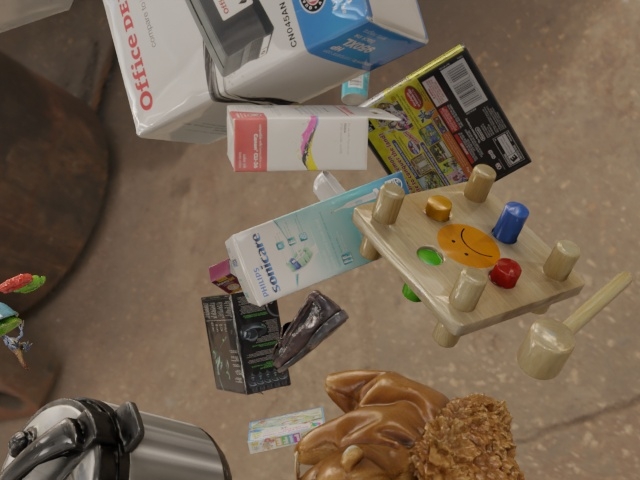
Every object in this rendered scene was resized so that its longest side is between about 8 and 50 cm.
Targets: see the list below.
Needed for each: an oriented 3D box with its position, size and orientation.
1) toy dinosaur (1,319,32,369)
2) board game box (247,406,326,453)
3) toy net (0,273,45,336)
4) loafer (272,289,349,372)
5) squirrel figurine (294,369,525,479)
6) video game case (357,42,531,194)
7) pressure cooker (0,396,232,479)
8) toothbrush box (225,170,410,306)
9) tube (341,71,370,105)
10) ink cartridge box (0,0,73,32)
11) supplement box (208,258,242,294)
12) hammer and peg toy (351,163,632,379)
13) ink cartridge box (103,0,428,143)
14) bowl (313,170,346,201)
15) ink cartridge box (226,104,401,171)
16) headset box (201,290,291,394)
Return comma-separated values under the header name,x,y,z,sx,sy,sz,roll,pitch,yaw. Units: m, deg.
name,x,y,z,sx,sy,sz,roll,pitch,yaw
toy dinosaur,-0.547,0.183,1.493,0.082,0.047,0.090,-9,77,46
board game box,-0.065,0.374,1.679,0.154,0.103,0.026,-12,99,0
toy net,-0.401,0.086,0.982,0.122,0.232,0.045,-29,87,5
loafer,-0.038,0.198,1.867,0.095,0.109,0.302,52,143,6
squirrel figurine,0.141,0.374,1.413,0.397,0.370,0.280,-8,89,20
video game case,0.230,-0.198,1.620,0.248,0.275,0.035,-30,26,15
pressure cooker,-0.431,0.500,1.635,0.376,0.420,0.369,-5,66,42
toothbrush box,0.000,0.000,1.428,0.296,0.216,0.126,-20,91,-11
tube,0.076,-0.380,1.748,0.052,0.080,0.207,-23,56,53
ink cartridge box,-0.397,-0.290,0.800,0.211,0.289,0.121,52,140,4
supplement box,-0.207,0.083,1.928,0.055,0.083,0.043,-24,57,18
hammer and peg toy,0.243,0.049,1.186,0.361,0.266,0.127,49,139,34
ink cartridge box,-0.093,-0.328,1.141,0.395,0.166,0.285,-20,82,32
bowl,0.034,-0.109,2.148,0.053,0.142,0.142,-38,89,10
ink cartridge box,-0.011,-0.125,1.030,0.115,0.198,0.067,-120,30,-71
headset box,-0.201,0.275,2.266,0.246,0.131,0.282,-15,85,63
